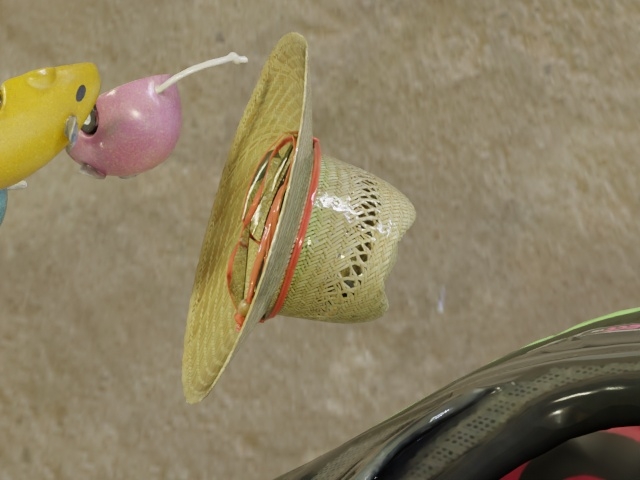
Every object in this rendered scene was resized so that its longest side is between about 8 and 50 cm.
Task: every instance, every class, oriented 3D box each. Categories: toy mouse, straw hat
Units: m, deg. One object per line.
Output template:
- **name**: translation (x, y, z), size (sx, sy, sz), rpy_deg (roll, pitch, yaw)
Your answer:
- **toy mouse**: translation (-0.104, -0.026, 0.606), size (0.161, 0.143, 0.031), rpy_deg (-20, 81, -18)
- **straw hat**: translation (0.000, 0.000, 0.581), size (0.061, 0.144, 0.144), rpy_deg (15, 118, -12)

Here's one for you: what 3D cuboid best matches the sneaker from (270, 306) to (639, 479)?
- **sneaker**: translation (-0.026, 0.162, 0.529), size (0.482, 0.202, 0.185), rpy_deg (-35, 82, -3)
